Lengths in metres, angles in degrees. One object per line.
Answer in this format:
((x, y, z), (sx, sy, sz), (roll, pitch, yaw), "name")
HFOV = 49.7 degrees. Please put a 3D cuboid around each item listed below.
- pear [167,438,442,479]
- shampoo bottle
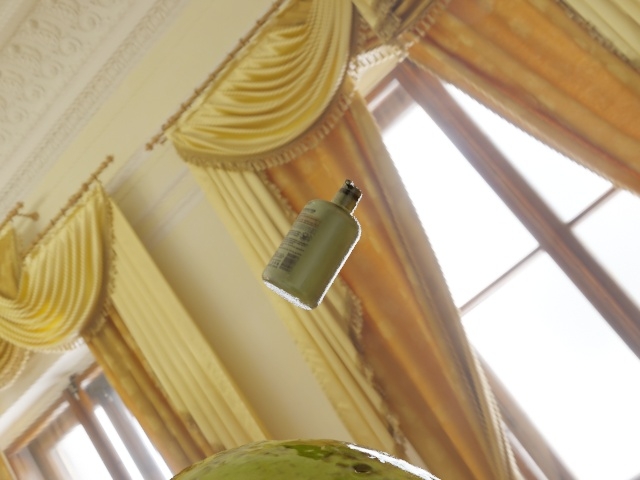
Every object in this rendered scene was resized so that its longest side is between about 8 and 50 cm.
((0.001, 0.323, 0.424), (0.391, 0.391, 0.391), (-33, -17, -12), "pear")
((0.000, 0.000, 0.846), (0.162, 0.079, 0.079), (-58, -13, -13), "shampoo bottle")
